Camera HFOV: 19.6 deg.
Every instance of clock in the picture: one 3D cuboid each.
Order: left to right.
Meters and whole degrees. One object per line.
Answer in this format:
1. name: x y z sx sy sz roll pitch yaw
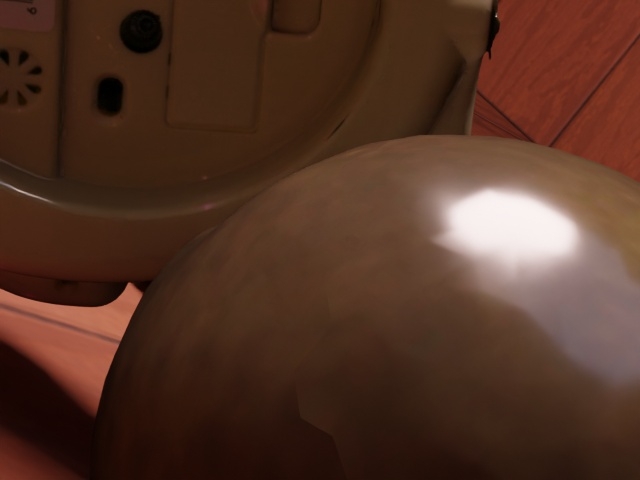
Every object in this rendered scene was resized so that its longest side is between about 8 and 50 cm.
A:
1. clock: -0.086 -0.110 0.726 0.309 0.284 0.114 4 21 -4

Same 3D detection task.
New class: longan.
1. longan: 0.042 0.082 0.616 0.258 0.258 0.258 36 12 -9
